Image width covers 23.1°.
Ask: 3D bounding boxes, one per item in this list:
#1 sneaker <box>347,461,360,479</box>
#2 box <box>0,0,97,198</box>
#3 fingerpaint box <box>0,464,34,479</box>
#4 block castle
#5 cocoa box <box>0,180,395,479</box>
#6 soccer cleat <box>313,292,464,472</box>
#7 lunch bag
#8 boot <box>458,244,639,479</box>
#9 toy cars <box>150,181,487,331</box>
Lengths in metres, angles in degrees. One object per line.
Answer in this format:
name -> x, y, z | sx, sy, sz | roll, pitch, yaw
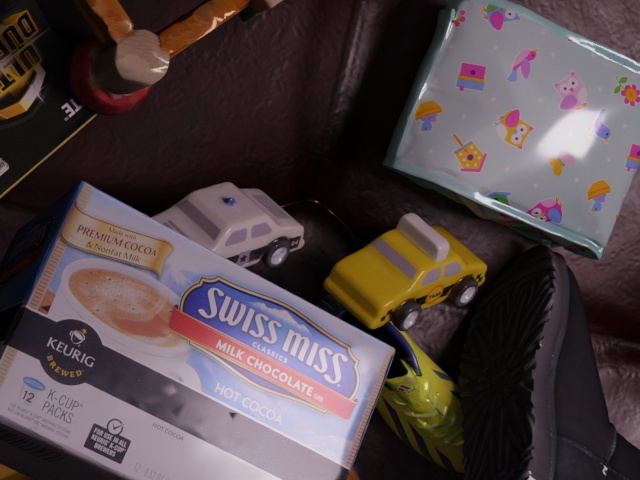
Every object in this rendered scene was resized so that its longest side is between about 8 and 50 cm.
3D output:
sneaker -> -0.087, 0.193, 1.704 | 0.131, 0.112, 0.296 | -43, 97, 12
box -> -0.359, -0.173, 1.548 | 0.257, 0.079, 0.322 | 49, 47, -7
fingerpaint box -> -0.505, 0.125, 1.587 | 0.371, 0.163, 0.444 | -36, 98, -5
block castle -> -0.110, -0.361, 1.569 | 0.453, 0.213, 0.303 | -35, 101, -15
cocoa box -> -0.152, 0.137, 1.469 | 0.347, 0.231, 0.228 | 29, 69, -18
soccer cleat -> 0.100, 0.165, 1.710 | 0.289, 0.121, 0.093 | 43, 86, -9
lunch bag -> 0.214, -0.129, 1.693 | 0.262, 0.160, 0.223 | 23, 90, -16
boot -> 0.358, 0.256, 1.725 | 0.445, 0.146, 0.367 | 32, 47, -22
toy cars -> 0.000, 0.000, 1.651 | 0.394, 0.176, 0.087 | 11, 125, -10
